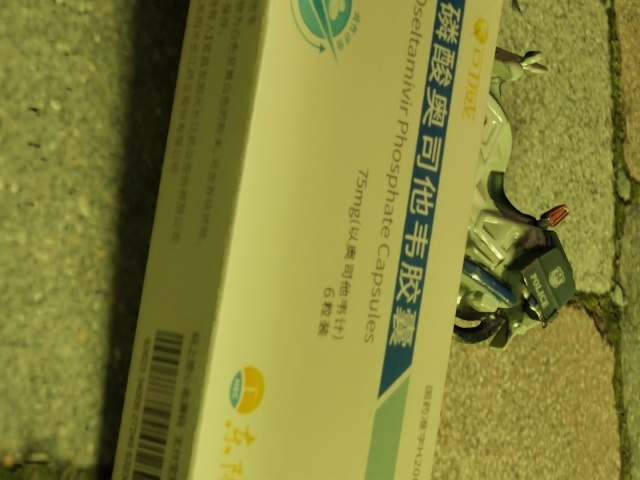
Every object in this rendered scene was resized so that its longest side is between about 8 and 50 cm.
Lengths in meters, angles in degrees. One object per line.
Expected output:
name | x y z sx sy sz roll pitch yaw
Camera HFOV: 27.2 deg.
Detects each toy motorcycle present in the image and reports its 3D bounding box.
toy motorcycle | 0.103 -0.042 0.869 0.150 0.102 0.221 -34 109 -25

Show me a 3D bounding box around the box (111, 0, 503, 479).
box | 0.000 0.000 0.707 0.200 0.065 0.343 13 85 -50
